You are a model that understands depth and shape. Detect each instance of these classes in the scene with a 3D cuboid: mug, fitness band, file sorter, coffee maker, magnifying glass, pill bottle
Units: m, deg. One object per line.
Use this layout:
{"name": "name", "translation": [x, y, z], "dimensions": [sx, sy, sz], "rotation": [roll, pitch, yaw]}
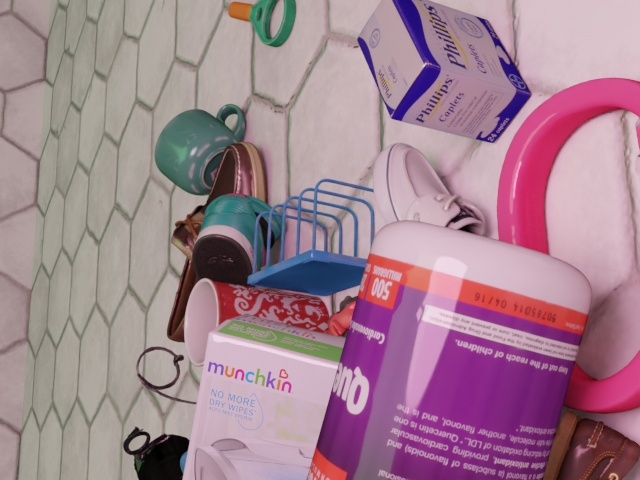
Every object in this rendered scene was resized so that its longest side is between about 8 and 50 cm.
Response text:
{"name": "mug", "translation": [-0.191, -0.152, 1.453], "dimensions": [0.097, 0.129, 0.158], "rotation": [38, 111, 32]}
{"name": "fitness band", "translation": [0.235, 0.001, 0.750], "dimensions": [0.209, 0.054, 0.291], "rotation": [-28, 59, 56]}
{"name": "file sorter", "translation": [0.000, 0.000, 1.101], "dimensions": [0.170, 0.118, 0.104], "rotation": [-24, 59, 56]}
{"name": "coffee maker", "translation": [-0.222, 0.400, 1.344], "dimensions": [0.120, 0.171, 0.178], "rotation": [-54, 39, 15]}
{"name": "magnifying glass", "translation": [-0.101, -0.376, 1.452], "dimensions": [0.231, 0.026, 0.092], "rotation": [34, 113, 59]}
{"name": "mug", "translation": [-0.083, 0.131, 1.160], "dimensions": [0.113, 0.169, 0.150], "rotation": [-17, 70, 58]}
{"name": "pill bottle", "translation": [0.092, 0.156, 0.703], "dimensions": [0.181, 0.181, 0.323], "rotation": [13, 87, 60]}

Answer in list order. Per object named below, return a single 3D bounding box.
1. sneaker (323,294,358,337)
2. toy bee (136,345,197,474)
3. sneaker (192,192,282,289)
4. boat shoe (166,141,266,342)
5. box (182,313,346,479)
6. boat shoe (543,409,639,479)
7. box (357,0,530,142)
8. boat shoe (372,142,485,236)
{"name": "sneaker", "translation": [0.025, 0.197, 1.028], "dimensions": [0.276, 0.097, 0.135], "rotation": [-61, 34, 31]}
{"name": "toy bee", "translation": [-0.117, 0.279, 1.135], "dimensions": [0.162, 0.298, 0.195], "rotation": [-18, 36, 49]}
{"name": "sneaker", "translation": [-0.121, 0.043, 1.301], "dimensions": [0.178, 0.123, 0.295], "rotation": [-75, -9, -45]}
{"name": "boat shoe", "translation": [-0.178, 0.006, 1.400], "dimensions": [0.123, 0.123, 0.342], "rotation": [32, 112, 58]}
{"name": "box", "translation": [0.008, 0.219, 0.888], "dimensions": [0.127, 0.262, 0.231], "rotation": [-18, -59, -75]}
{"name": "boat shoe", "translation": [0.203, 0.245, 0.734], "dimensions": [0.073, 0.073, 0.207], "rotation": [23, 114, 17]}
{"name": "box", "translation": [0.125, -0.179, 0.896], "dimensions": [0.072, 0.137, 0.126], "rotation": [-55, 40, 38]}
{"name": "boat shoe", "translation": [0.134, -0.005, 0.906], "dimensions": [0.084, 0.095, 0.258], "rotation": [-44, 57, 42]}
